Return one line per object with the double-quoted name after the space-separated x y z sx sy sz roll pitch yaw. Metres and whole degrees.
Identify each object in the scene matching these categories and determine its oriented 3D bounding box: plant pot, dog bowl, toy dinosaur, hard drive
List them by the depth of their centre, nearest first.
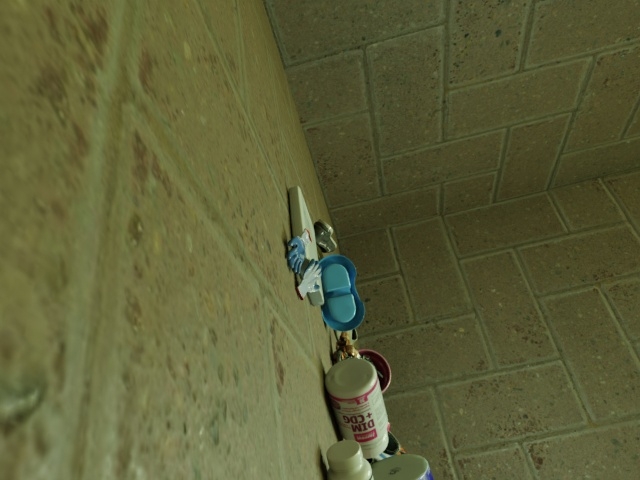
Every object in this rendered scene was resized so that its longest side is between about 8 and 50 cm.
-0.050 0.013 1.578 0.353 0.047 0.233 -99 174 -47 "hard drive"
0.289 0.909 1.751 0.265 0.265 0.104 18 56 -85 "dog bowl"
0.120 0.467 1.795 0.218 0.164 0.322 55 38 -32 "toy dinosaur"
0.069 0.206 1.830 0.074 0.166 0.297 112 -34 -77 "dog bowl"
0.183 0.585 1.987 0.180 0.201 0.201 99 -16 -56 "plant pot"

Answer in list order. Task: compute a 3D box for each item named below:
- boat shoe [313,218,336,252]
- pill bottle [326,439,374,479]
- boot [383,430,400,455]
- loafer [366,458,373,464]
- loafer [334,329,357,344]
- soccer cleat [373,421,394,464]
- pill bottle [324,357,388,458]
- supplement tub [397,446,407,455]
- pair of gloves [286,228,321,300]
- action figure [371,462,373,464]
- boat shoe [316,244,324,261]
0.000 0.000 2.096 0.112 0.095 0.335 41 -9 15 "boat shoe"
0.073 0.565 1.085 0.108 0.108 0.180 -70 146 -82 "pill bottle"
0.206 0.751 1.873 0.236 0.085 0.178 34 -18 33 "boot"
0.171 0.772 1.772 0.087 0.094 0.251 -105 178 -45 "loafer"
0.127 0.450 2.178 0.268 0.092 0.102 68 11 -54 "loafer"
0.231 0.848 2.007 0.116 0.143 0.331 -17 -91 69 "soccer cleat"
0.120 0.523 1.456 0.160 0.160 0.283 -93 169 -65 "pill bottle"
0.343 1.115 2.169 0.338 0.207 0.207 -79 155 -78 "supplement tub"
-0.042 0.071 1.333 0.159 0.023 0.198 -56 133 -52 "pair of gloves"
0.243 0.933 2.190 0.063 0.137 0.232 63 -2 -8 "action figure"
-0.009 0.092 1.931 0.056 0.048 0.153 -48 119 -70 "boat shoe"
